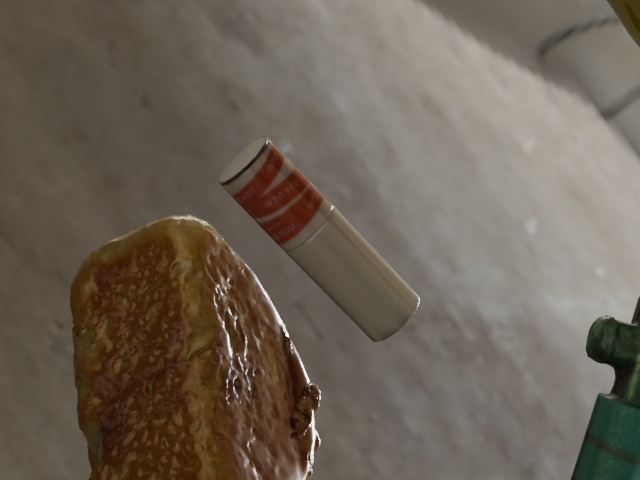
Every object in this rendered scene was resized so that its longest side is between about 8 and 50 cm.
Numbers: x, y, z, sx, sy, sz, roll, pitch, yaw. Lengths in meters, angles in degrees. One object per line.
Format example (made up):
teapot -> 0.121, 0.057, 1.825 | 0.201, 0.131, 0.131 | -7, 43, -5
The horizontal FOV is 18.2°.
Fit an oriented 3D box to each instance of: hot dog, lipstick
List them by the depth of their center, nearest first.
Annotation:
lipstick -> 0.000, 0.000, 1.126 | 0.131, 0.038, 0.038 | 46, 22, -16
hot dog -> -0.089, 0.122, 1.427 | 0.153, 0.150, 0.257 | 33, 44, -57

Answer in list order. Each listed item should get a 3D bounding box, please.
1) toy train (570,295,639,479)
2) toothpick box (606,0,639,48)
toy train -> 0.175, 0.162, 0.929 | 0.194, 0.298, 0.120 | 17, 2, -13
toothpick box -> 0.196, -0.229, 1.093 | 0.175, 0.175, 0.271 | 14, 50, -59
